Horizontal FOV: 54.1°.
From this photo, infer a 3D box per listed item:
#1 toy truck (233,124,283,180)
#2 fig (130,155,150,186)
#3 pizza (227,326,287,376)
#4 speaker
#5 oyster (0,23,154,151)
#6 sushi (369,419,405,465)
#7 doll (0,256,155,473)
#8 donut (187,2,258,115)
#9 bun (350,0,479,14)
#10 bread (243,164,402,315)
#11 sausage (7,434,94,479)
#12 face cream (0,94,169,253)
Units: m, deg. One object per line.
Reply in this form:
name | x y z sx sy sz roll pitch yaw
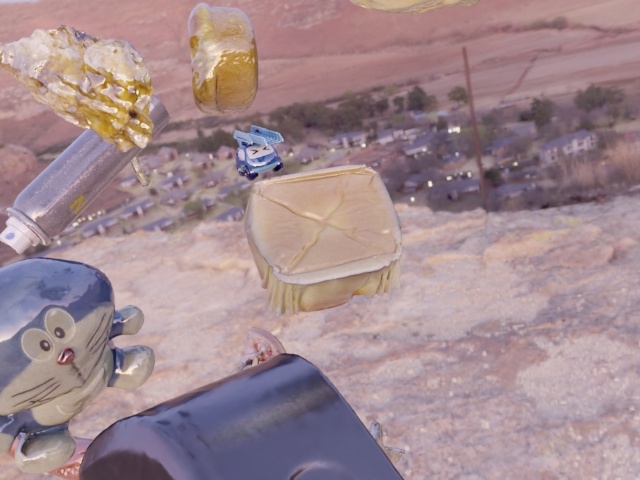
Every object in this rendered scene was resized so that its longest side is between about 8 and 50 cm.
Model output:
toy truck | -0.088 -0.129 0.939 0.063 0.074 0.136 -22 24 -22
fig | -0.415 -0.248 1.387 0.143 0.231 0.160 -42 -5 -6
pizza | -0.154 0.269 1.254 0.195 0.052 0.185 -46 36 -5
speaker | 0.026 0.205 0.339 0.180 0.184 0.388 -16 49 -36
oyster | -0.199 -0.137 0.537 0.121 0.146 0.045 -31 5 22
sushi | 0.007 0.346 0.880 0.273 0.134 0.109 -5 7 -12
doll | -0.296 0.124 0.687 0.154 0.258 0.228 39 59 12
donut | -0.197 -0.358 1.249 0.128 0.208 0.261 -6 10 -11
bun | 0.107 -0.238 0.444 0.222 0.222 0.127 -19 59 -4
bread | 0.002 0.000 0.900 0.210 0.110 0.192 -14 60 -10
sausage | -0.370 0.305 0.907 0.304 0.078 0.078 9 30 22
face cream | -0.322 -0.097 0.858 0.073 0.073 0.283 7 52 47
